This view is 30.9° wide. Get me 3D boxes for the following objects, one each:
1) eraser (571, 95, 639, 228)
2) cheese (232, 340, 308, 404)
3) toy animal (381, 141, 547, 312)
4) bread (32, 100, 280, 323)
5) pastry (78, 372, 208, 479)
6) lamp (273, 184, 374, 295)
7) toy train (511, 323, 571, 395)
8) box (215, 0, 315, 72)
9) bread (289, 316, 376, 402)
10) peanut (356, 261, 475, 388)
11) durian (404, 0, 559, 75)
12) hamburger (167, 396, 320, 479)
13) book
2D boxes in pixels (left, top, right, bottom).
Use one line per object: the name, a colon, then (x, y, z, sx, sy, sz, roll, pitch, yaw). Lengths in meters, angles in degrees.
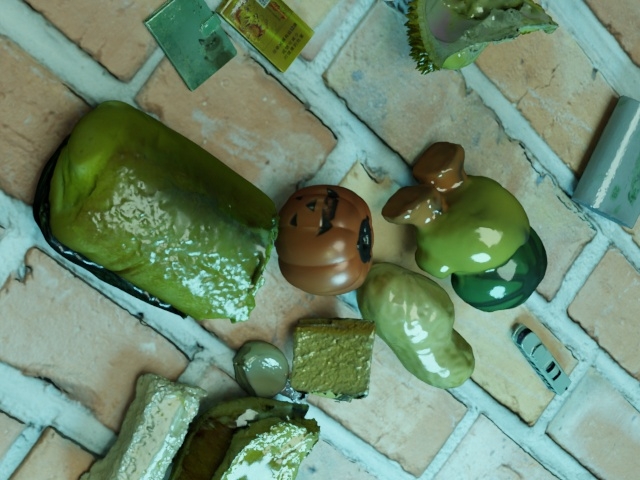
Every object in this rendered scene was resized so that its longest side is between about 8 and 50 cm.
eraser: (0.607, -0.154, 2.293, 0.174, 0.081, 0.227, 22, 93, -36)
cheese: (-0.088, 0.244, 2.014, 0.092, 0.047, 0.171, -39, 124, -13)
toy animal: (0.284, -0.004, 2.069, 0.338, 0.191, 0.216, 48, 67, -32)
bread: (-0.238, -0.033, 1.735, 0.376, 0.208, 0.251, 35, 82, -32)
pastry: (-0.295, 0.336, 1.896, 0.121, 0.089, 0.258, 33, 85, -24)
lamp: (0.000, 0.000, 1.909, 0.188, 0.164, 0.187, -2, 90, -71)
toy train: (0.448, 0.242, 2.355, 0.043, 0.047, 0.207, -49, 127, -10)
box: (-0.086, -0.343, 1.820, 0.156, 0.022, 0.089, 38, 84, -36)
bread: (0.029, 0.199, 1.996, 0.127, 0.152, 0.147, 14, 72, -34)
peanut: (0.184, 0.157, 2.100, 0.147, 0.147, 0.319, -46, 121, -10)
durian: (0.258, -0.372, 1.940, 0.306, 0.166, 0.172, -14, 111, -29)
hamburger: (-0.150, 0.394, 1.973, 0.211, 0.132, 0.308, 24, 97, -36)
book: (-0.194, -0.311, 1.766, 0.103, 0.017, 0.135, -42, 124, -12)
